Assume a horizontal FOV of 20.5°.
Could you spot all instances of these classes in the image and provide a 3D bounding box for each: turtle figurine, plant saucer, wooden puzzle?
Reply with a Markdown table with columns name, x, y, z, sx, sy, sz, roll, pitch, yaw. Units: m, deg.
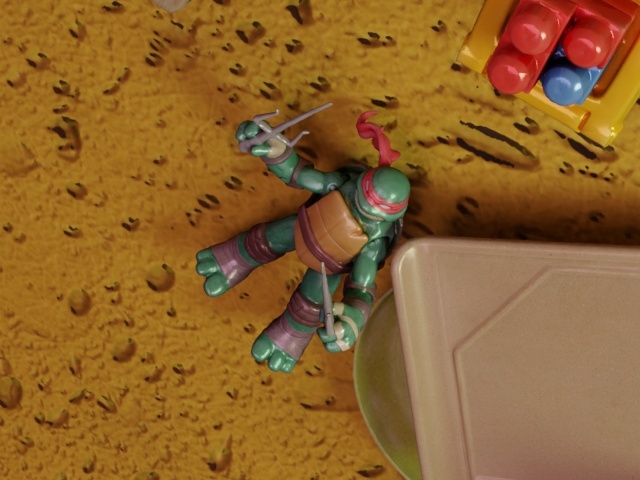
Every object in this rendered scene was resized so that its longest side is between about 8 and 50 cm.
| name | x | y | z | sx | sy | sz | roll | pitch | yaw |
| --- | --- | --- | --- | --- | --- | --- | --- | --- | --- |
| turtle figurine | 0.000 | 0.000 | 1.291 | 0.234 | 0.118 | 0.175 | -46 | 62 | 51 |
| plant saucer | 0.142 | 0.114 | 1.341 | 0.241 | 0.037 | 0.241 | 13 | 123 | 20 |
| wooden puzzle | 0.180 | 0.096 | 1.266 | 0.238 | 0.044 | 0.221 | 1 | 118 | 21 |

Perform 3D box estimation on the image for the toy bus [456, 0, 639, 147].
| name | x | y | z | sx | sy | sz | roll | pitch | yaw |
| --- | --- | --- | --- | --- | --- | --- | --- | --- | --- |
| toy bus | 0.173 | -0.169 | 1.051 | 0.149 | 0.211 | 0.220 | 32 | 126 | 8 |

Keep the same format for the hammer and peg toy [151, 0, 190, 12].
| name | x | y | z | sx | sy | sz | roll | pitch | yaw |
| --- | --- | --- | --- | --- | --- | --- | --- | --- | --- |
| hammer and peg toy | -0.113 | -0.345 | 1.138 | 0.266 | 0.127 | 0.361 | 37 | 128 | 2 |
